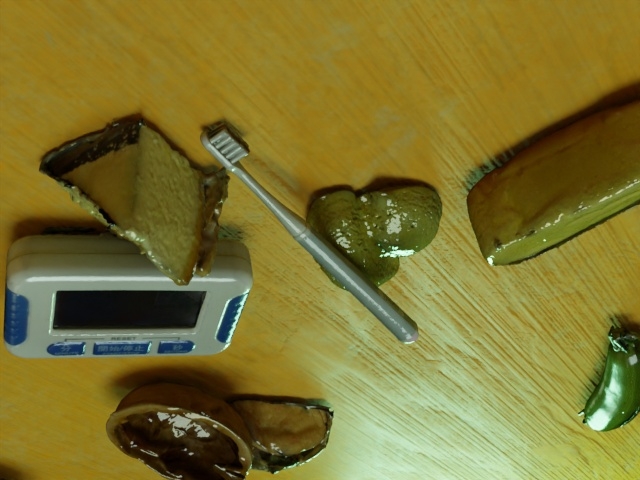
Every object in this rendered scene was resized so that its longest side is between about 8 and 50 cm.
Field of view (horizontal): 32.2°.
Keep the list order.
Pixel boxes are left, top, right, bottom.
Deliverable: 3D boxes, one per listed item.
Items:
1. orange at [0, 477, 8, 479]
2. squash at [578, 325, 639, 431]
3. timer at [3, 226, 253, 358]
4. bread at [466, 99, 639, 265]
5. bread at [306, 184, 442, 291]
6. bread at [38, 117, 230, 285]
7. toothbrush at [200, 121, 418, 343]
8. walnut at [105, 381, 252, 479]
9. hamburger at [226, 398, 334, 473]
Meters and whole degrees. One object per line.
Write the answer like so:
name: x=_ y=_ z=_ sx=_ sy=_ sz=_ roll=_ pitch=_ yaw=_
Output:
orange: x=-0.538 y=0.443 z=1.644 sx=0.234 sy=0.182 sz=0.234 roll=5 pitch=153 yaw=2
squash: x=0.428 y=0.207 z=1.574 sx=0.080 sy=0.071 sz=0.318 roll=-7 pitch=148 yaw=0
timer: x=-0.210 y=0.056 z=1.194 sx=0.253 sy=0.078 sz=0.178 roll=2 pitch=144 yaw=-17
bread: x=0.260 y=-0.058 z=1.107 sx=0.245 sy=0.094 sz=0.102 roll=-30 pitch=151 yaw=31
bread: x=0.065 y=0.008 z=1.194 sx=0.149 sy=0.065 sz=0.188 roll=-14 pitch=146 yaw=1
bread: x=-0.181 y=-0.029 z=1.051 sx=0.152 sy=0.127 sz=0.147 roll=-5 pitch=152 yaw=29
toothbrush: x=-0.002 y=0.001 z=1.114 sx=0.030 sy=0.025 sz=0.342 roll=-30 pitch=124 yaw=21
walnut: x=-0.178 y=0.246 z=1.478 sx=0.211 sy=0.087 sz=0.167 roll=35 pitch=132 yaw=-23
hamburger: x=-0.066 y=0.284 z=1.563 sx=0.176 sy=0.102 sz=0.087 roll=10 pitch=156 yaw=-27
